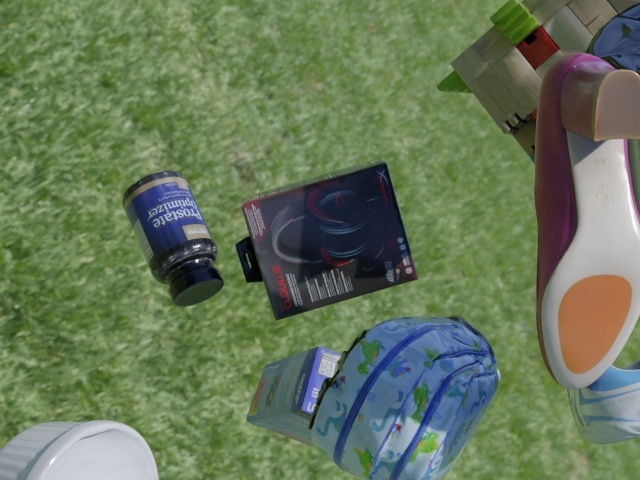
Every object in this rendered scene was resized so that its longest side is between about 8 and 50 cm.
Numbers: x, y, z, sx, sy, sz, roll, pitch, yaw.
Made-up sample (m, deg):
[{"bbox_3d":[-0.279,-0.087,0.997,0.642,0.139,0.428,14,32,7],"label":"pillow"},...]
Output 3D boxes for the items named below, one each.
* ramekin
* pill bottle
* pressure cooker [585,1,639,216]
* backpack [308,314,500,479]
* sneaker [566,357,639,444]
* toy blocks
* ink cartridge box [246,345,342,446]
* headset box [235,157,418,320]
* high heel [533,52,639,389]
[{"bbox_3d":[-0.353,0.371,1.343,0.273,0.127,0.273,-19,112,-56],"label":"ramekin"},{"bbox_3d":[-0.252,-0.001,1.711,0.123,0.123,0.219,15,44,-61],"label":"pill bottle"},{"bbox_3d":[0.520,-0.076,1.239,0.370,0.375,0.420,43,-25,55],"label":"pressure cooker"},{"bbox_3d":[0.129,0.246,1.482,0.273,0.290,0.355,37,6,37],"label":"backpack"},{"bbox_3d":[0.309,0.105,0.773,0.085,0.237,0.086,134,-50,-76],"label":"sneaker"},{"bbox_3d":[0.397,-0.262,1.507,0.261,0.381,0.191,54,22,12],"label":"toy blocks"},{"bbox_3d":[0.040,0.350,2.108,0.270,0.395,0.151,23,67,-17],"label":"ink cartridge box"},{"bbox_3d":[0.000,0.000,1.739,0.110,0.293,0.218,-106,180,-81],"label":"headset box"},{"bbox_3d":[0.188,-0.017,0.744,0.117,0.082,0.244,-121,-152,-73],"label":"high heel"}]
